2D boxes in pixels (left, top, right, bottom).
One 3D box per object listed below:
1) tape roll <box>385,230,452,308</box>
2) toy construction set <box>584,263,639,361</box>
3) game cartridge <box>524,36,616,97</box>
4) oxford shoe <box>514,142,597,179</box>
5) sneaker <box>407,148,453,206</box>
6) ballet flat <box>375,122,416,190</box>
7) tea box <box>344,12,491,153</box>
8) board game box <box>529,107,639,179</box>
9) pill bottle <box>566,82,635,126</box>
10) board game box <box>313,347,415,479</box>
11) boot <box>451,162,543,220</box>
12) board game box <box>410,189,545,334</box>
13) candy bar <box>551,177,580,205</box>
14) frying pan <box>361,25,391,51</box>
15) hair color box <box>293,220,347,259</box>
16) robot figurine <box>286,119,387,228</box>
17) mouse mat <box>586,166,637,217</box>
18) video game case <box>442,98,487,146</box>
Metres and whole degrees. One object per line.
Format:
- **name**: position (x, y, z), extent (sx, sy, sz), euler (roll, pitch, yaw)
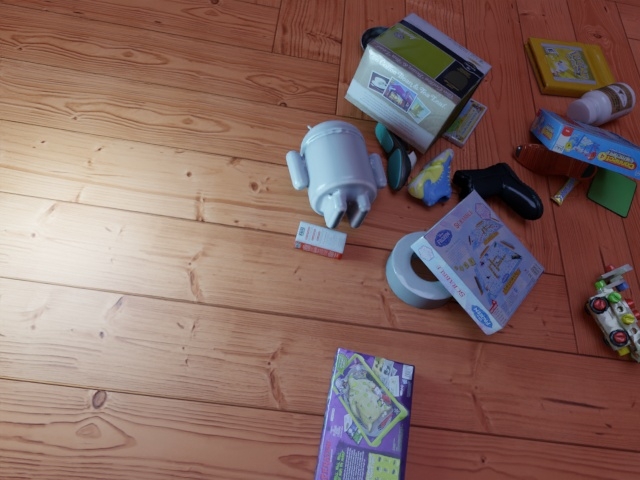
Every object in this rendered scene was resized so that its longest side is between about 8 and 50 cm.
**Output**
- **tape roll**: position (0.302, 0.084, 1.548), extent (0.219, 0.072, 0.219), euler (4, 60, -8)
- **toy construction set**: position (0.896, 0.209, 1.541), extent (0.215, 0.151, 0.328), euler (-26, 57, 3)
- **game cartridge**: position (1.000, -0.687, 2.141), extent (0.323, 0.053, 0.285), euler (1, 60, -9)
- **oxford shoe**: position (0.803, -0.279, 1.857), extent (0.271, 0.097, 0.098), euler (19, 29, 9)
- **sneaker**: position (0.378, -0.192, 1.729), extent (0.126, 0.091, 0.240), euler (49, 61, -3)
- **ballet flat**: position (0.257, -0.280, 1.743), extent (0.096, 0.095, 0.280), euler (4, 59, -23)
- **tea box**: position (0.317, -0.515, 1.748), extent (0.329, 0.220, 0.323), euler (38, 50, 8)
- **board game box**: position (0.893, -0.331, 1.804), extent (0.302, 0.086, 0.308), euler (19, 25, 1)
- **pill bottle**: position (1.031, -0.494, 1.988), extent (0.229, 0.131, 0.131), euler (-21, 66, -21)
- **board game box**: position (0.112, 0.452, 1.314), extent (0.208, 0.056, 0.347), euler (16, 58, -6)
- **boot**: position (0.556, -0.142, 1.712), extent (0.207, 0.094, 0.246), euler (-15, 57, -22)
- **board game box**: position (0.454, 0.051, 1.527), extent (0.318, 0.066, 0.318), euler (50, 50, 5)
- **candy bar**: position (0.836, -0.174, 1.830), extent (0.040, 0.018, 0.161), euler (42, 62, 14)
- **frying pan**: position (0.248, -0.669, 1.988), extent (0.197, 0.053, 0.326), euler (2, 62, -9)
- **hair color box**: position (0.000, 0.000, 1.556), extent (0.141, 0.043, 0.072), euler (16, 59, -2)
- **robot figurine**: position (0.050, -0.209, 1.595), extent (0.300, 0.200, 0.353), euler (1, 60, -20)
- **mouse mat**: position (1.015, -0.176, 1.872), extent (0.152, 0.007, 0.190), euler (31, 61, 8)
- **video game case**: position (0.461, -0.454, 1.919), extent (0.206, 0.026, 0.227), euler (32, 59, 9)
